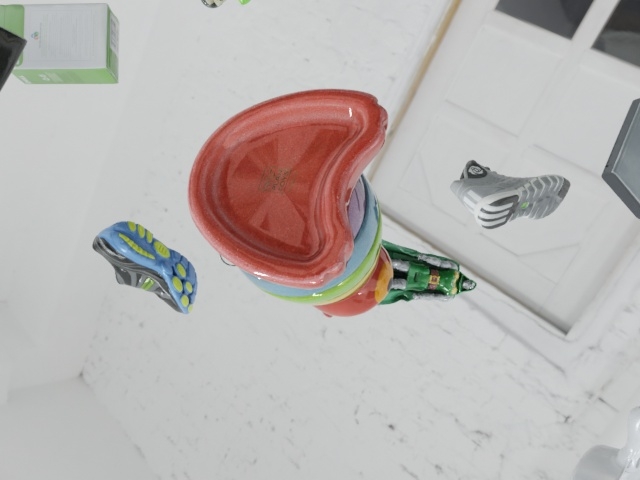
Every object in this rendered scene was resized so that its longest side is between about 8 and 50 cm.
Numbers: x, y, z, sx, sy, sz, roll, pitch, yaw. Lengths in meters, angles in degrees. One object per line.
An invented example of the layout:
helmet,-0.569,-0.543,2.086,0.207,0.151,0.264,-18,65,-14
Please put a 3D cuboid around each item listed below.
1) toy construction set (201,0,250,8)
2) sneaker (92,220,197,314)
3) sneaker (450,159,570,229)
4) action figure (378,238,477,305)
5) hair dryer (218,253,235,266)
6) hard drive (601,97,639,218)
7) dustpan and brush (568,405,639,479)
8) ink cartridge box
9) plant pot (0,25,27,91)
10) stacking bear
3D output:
toy construction set,-0.179,-0.569,1.017,0.328,0.215,0.151,52,-179,12
sneaker,-0.243,0.041,0.783,0.188,0.078,0.067,51,-142,-41
sneaker,0.307,-0.096,0.920,0.228,0.086,0.132,-10,-137,-36
action figure,0.173,0.065,0.990,0.232,0.137,0.063,8,-178,-13
hair dryer,-0.083,0.030,1.385,0.223,0.293,0.080,45,-160,-52
hard drive,0.425,-0.109,0.729,0.094,0.135,0.022,39,158,-19
dustpan and brush,0.285,0.231,0.535,0.147,0.211,0.060,-19,-158,-37
ink cartridge box,-0.432,-0.310,0.873,0.209,0.109,0.062,-2,173,-3
plant pot,-0.452,-0.170,0.548,0.188,0.167,0.187,18,180,29
stacking bear,0.000,0.000,0.573,0.164,0.175,0.289,10,161,21
